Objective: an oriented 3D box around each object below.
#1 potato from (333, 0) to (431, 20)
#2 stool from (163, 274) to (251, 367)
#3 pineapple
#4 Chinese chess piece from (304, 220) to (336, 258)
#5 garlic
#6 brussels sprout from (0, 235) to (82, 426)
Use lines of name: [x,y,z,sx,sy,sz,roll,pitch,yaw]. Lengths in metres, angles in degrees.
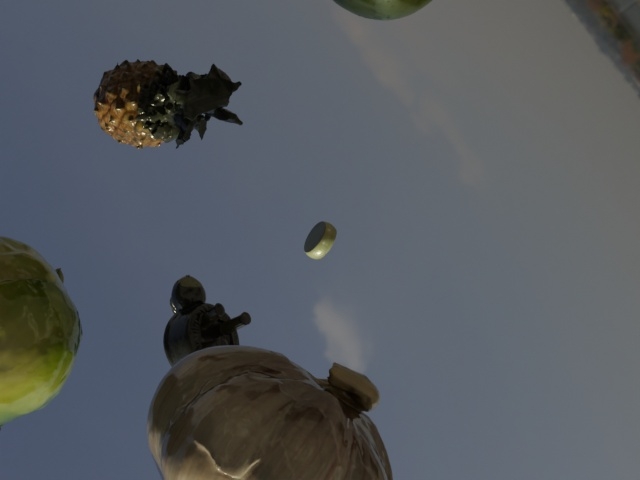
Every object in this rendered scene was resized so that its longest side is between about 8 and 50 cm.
potato: [0.045,-0.404,0.959,0.304,0.216,0.216,55,-156,9]
stool: [-0.239,0.187,1.688,0.228,0.139,0.153,61,-148,-11]
pineapple: [-0.204,-0.181,1.081,0.128,0.248,0.128,-7,-79,-38]
Chinese chess piece: [0.000,0.000,1.742,0.034,0.084,0.084,31,-149,-21]
garlic: [-0.060,0.244,0.909,0.322,0.322,0.241,35,-123,-35]
brussels sprout: [-0.408,0.115,0.930,0.227,0.259,0.294,56,170,15]
